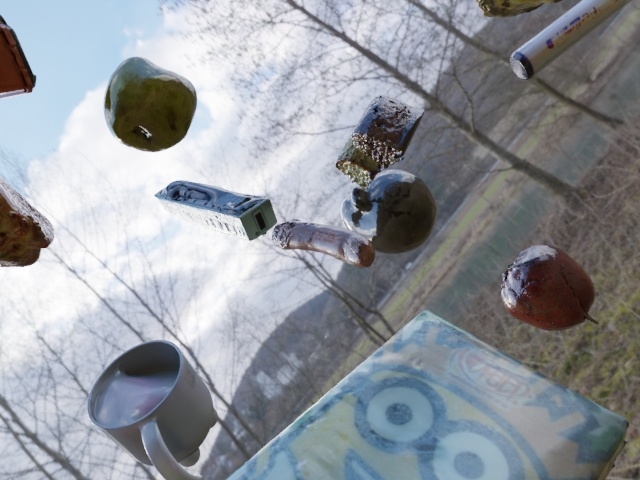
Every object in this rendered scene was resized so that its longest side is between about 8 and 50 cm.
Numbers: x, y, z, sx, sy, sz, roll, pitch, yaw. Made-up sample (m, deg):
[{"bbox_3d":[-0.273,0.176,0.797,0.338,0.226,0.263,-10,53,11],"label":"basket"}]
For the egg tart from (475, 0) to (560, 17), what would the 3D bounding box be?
[{"bbox_3d":[0.399,-0.517,0.843,0.352,0.150,0.352,-25,-31,-16],"label":"egg tart"}]

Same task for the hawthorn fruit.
[{"bbox_3d":[0.397,0.089,0.882,0.148,0.172,0.148,-48,-24,-30],"label":"hawthorn fruit"}]

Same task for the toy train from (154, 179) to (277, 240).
[{"bbox_3d":[-0.132,-0.041,0.603,0.043,0.207,0.047,-38,-56,-30],"label":"toy train"}]

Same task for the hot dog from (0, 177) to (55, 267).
[{"bbox_3d":[-0.672,-0.029,1.083,0.150,0.153,0.257,-31,-34,-7],"label":"hot dog"}]

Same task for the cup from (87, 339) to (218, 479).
[{"bbox_3d":[-0.199,0.235,0.684,0.134,0.173,0.142,-51,-46,-34],"label":"cup"}]

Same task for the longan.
[{"bbox_3d":[0.199,-0.081,1.492,0.300,0.300,0.243,103,165,-67],"label":"longan"}]

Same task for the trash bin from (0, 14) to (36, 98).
[{"bbox_3d":[-0.805,-0.400,1.160,0.238,0.161,0.185,-43,-52,-51],"label":"trash bin"}]

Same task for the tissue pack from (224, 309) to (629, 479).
[{"bbox_3d":[0.091,0.223,0.460,0.310,0.228,0.128,-31,-47,-32],"label":"tissue pack"}]

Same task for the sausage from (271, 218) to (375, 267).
[{"bbox_3d":[0.000,0.001,1.037,0.078,0.304,0.078,-9,-76,-42],"label":"sausage"}]

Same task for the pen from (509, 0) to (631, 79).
[{"bbox_3d":[0.288,-0.241,0.478,0.269,0.033,0.033,-37,-12,-1],"label":"pen"}]

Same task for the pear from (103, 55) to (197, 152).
[{"bbox_3d":[-0.368,-0.290,1.118,0.200,0.200,0.200,-47,-11,-12],"label":"pear"}]

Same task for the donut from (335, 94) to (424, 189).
[{"bbox_3d":[0.095,-0.173,0.867,0.141,0.085,0.217,-61,4,-17],"label":"donut"}]
